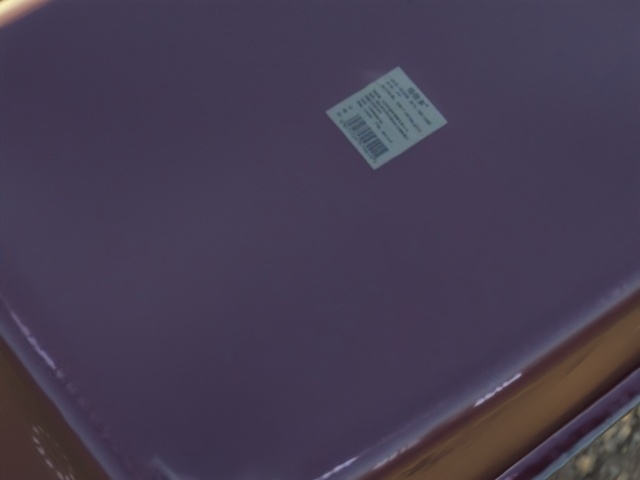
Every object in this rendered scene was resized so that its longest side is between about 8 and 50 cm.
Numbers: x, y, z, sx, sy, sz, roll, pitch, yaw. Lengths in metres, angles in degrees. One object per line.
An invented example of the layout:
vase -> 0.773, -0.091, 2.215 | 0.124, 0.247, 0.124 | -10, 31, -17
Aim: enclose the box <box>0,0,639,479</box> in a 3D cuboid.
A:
box -> 0.000, 0.000, 0.549 | 0.294, 0.167, 0.193 | -32, 78, -26
